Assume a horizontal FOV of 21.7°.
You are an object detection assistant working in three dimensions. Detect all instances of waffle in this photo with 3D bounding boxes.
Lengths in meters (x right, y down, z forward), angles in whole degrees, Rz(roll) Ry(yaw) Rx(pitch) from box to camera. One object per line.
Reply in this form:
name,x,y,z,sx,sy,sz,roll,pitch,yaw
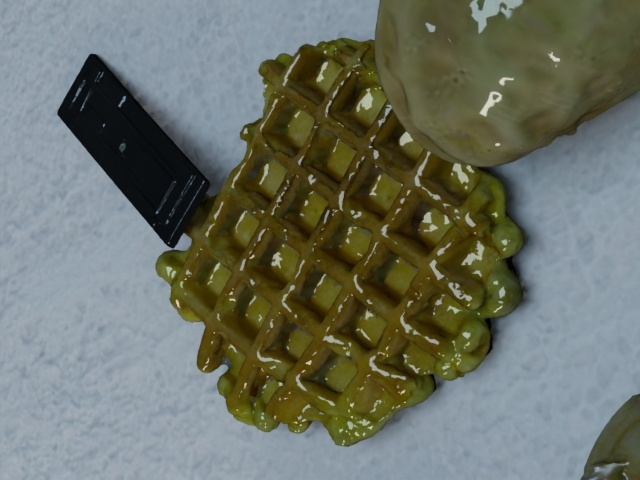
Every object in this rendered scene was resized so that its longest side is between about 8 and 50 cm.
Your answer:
waffle,0.007,-0.005,1.192,0.301,0.058,0.281,-38,67,26

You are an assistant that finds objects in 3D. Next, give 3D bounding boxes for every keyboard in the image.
keyboard,-0.147,-0.073,1.292,0.204,0.013,0.061,47,113,43

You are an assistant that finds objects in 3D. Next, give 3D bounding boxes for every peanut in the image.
peanut,0.179,-0.208,1.018,0.192,0.169,0.387,36,106,3

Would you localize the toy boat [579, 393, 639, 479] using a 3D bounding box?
toy boat,0.306,0.177,0.969,0.321,0.089,0.121,17,103,31
